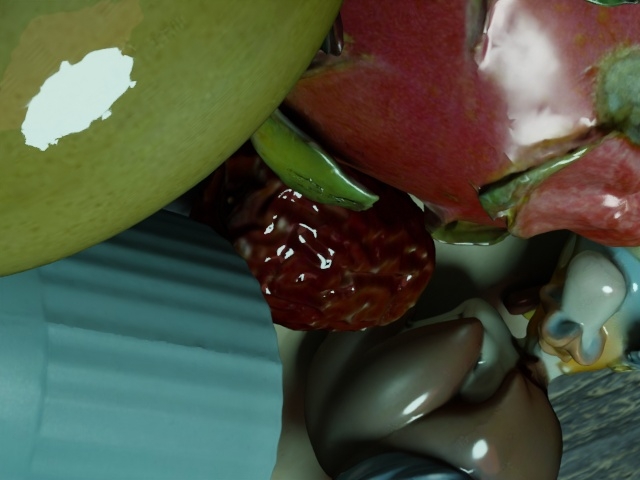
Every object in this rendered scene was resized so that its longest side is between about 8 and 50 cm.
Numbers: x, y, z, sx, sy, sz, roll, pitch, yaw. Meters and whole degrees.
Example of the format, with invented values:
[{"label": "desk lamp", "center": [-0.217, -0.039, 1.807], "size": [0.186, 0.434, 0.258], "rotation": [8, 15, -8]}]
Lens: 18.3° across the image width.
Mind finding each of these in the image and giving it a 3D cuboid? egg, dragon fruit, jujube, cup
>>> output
[{"label": "egg", "center": [-0.123, -0.125, 0.853], "size": [0.322, 0.250, 0.250], "rotation": [-52, 144, -10]}, {"label": "dragon fruit", "center": [0.107, -0.120, 1.052], "size": [0.305, 0.226, 0.305], "rotation": [-18, 144, -13]}, {"label": "jujube", "center": [0.000, 0.000, 1.218], "size": [0.112, 0.109, 0.176], "rotation": [-21, 152, 32]}, {"label": "cup", "center": [-0.225, 0.104, 1.073], "size": [0.311, 0.257, 0.331], "rotation": [12, 126, -43]}]

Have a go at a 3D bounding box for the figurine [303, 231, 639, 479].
[{"label": "figurine", "center": [0.157, 0.107, 1.355], "size": [0.388, 0.248, 0.276], "rotation": [-29, 167, 4]}]
